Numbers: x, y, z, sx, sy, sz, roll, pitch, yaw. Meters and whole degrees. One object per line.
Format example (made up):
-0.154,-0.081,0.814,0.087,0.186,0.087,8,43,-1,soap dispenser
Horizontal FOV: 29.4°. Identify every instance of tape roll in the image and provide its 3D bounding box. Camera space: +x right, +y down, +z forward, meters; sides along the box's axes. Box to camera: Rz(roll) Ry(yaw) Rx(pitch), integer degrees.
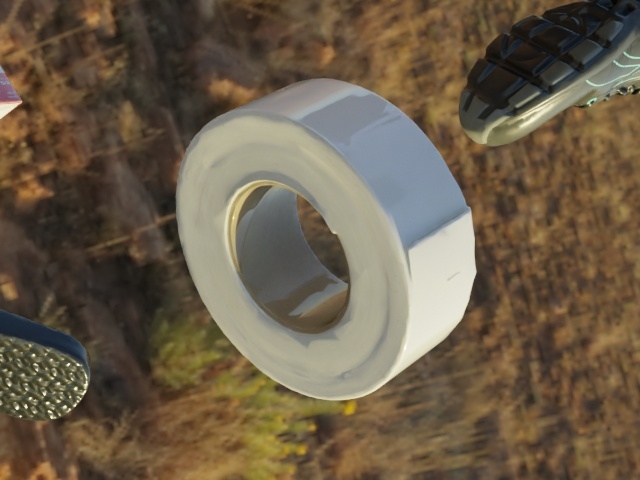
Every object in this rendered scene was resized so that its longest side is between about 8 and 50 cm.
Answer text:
0.000,0.000,1.114,0.100,0.286,0.286,-29,103,-42,tape roll

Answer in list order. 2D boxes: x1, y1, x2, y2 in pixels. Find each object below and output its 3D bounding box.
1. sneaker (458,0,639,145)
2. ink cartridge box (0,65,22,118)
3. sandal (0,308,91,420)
0.228,-0.143,0.929,0.106,0.267,0.101,59,-7,-36,sneaker
-0.435,-0.205,1.347,0.198,0.115,0.067,59,21,2,ink cartridge box
-0.493,0.095,1.498,0.446,0.167,0.107,31,23,-30,sandal
